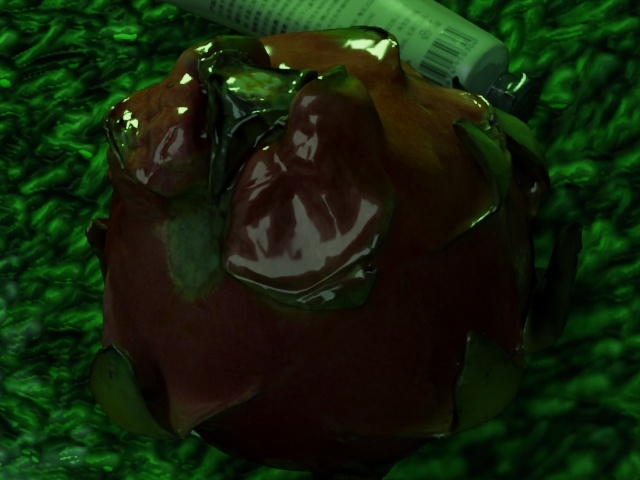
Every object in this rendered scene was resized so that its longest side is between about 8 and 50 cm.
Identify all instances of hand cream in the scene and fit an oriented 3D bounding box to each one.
[{"bbox_3d":[0.009,-0.120,0.748,0.234,0.050,0.080,31,92,22],"label":"hand cream"}]

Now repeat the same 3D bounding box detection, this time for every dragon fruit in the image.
[{"bbox_3d":[0.002,0.003,0.634,0.224,0.227,0.224,-1,86,8],"label":"dragon fruit"}]

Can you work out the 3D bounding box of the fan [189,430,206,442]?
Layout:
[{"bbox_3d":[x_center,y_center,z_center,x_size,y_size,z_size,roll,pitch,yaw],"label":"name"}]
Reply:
[{"bbox_3d":[-0.064,0.066,0.747,0.060,0.003,0.080,8,81,15],"label":"fan"}]
